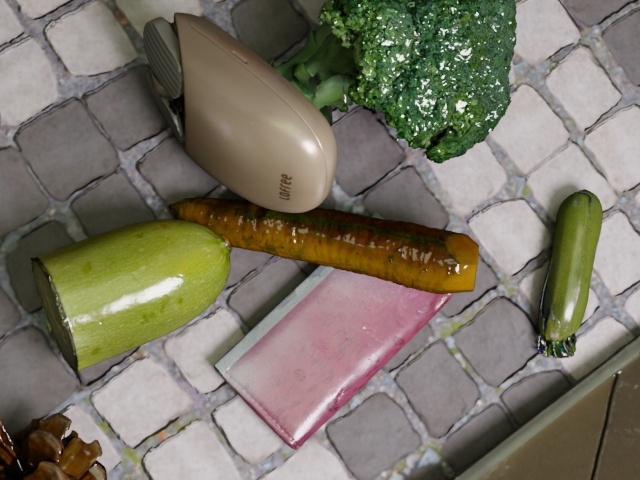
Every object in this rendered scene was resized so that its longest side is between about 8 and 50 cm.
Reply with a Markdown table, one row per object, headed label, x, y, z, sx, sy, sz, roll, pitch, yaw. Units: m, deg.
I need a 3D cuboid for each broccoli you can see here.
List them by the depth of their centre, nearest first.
| label | x | y | z | sx | sy | sz | roll | pitch | yaw |
| --- | --- | --- | --- | --- | --- | --- | --- | --- | --- |
| broccoli | 0.059 | -0.189 | 1.124 | 0.270 | 0.270 | 0.269 | -23 | 83 | 18 |

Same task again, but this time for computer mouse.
| label | x | y | z | sx | sy | sz | roll | pitch | yaw |
| --- | --- | --- | --- | --- | --- | --- | --- | --- | --- |
| computer mouse | -0.084 | -0.117 | 1.103 | 0.236 | 0.145 | 0.082 | 40 | 62 | 18 |

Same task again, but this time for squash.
| label | x | y | z | sx | sy | sz | roll | pitch | yaw |
| --- | --- | --- | --- | --- | --- | --- | --- | --- | --- |
| squash | -0.173 | 0.037 | 1.093 | 0.187 | 0.123 | 0.123 | -23 | 84 | -15 |
| squash | 0.259 | 0.033 | 1.200 | 0.052 | 0.052 | 0.183 | 15 | 81 | -6 |

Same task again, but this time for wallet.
| label | x | y | z | sx | sy | sz | roll | pitch | yaw |
| --- | --- | --- | --- | --- | --- | --- | --- | --- | --- |
| wallet | 0.016 | 0.090 | 1.160 | 0.232 | 0.025 | 0.119 | -43 | 88 | -14 |

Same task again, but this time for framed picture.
| label | x | y | z | sx | sy | sz | roll | pitch | yaw |
| --- | --- | --- | --- | --- | --- | --- | --- | --- | --- |
| framed picture | 0.282 | 0.321 | 1.138 | 0.446 | 0.028 | 0.326 | -32 | 85 | -20 |

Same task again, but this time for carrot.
| label | x | y | z | sx | sy | sz | roll | pitch | yaw |
| --- | --- | --- | --- | --- | --- | --- | --- | --- | --- |
| carrot | 0.000 | 0.000 | 1.142 | 0.314 | 0.066 | 0.066 | 10 | 78 | 6 |

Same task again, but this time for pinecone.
| label | x | y | z | sx | sy | sz | roll | pitch | yaw |
| --- | --- | --- | --- | --- | --- | --- | --- | --- | --- |
| pinecone | -0.279 | 0.241 | 1.013 | 0.195 | 0.150 | 0.179 | -25 | 71 | -36 |
